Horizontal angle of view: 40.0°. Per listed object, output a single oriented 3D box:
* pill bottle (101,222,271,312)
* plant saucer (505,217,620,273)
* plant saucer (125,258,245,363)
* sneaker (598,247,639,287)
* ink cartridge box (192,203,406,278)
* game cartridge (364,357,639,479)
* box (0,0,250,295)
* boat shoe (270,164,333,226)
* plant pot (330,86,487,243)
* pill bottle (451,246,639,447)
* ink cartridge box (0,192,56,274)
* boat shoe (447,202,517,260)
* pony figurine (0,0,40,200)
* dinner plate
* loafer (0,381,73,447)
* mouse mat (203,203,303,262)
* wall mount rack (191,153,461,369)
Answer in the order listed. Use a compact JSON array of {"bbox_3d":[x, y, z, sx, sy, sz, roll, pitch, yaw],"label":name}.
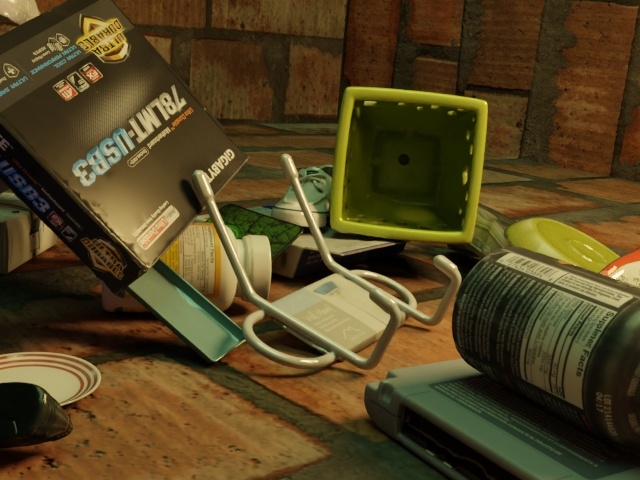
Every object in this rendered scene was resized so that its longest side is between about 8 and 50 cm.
[{"bbox_3d":[-0.172,0.034,1.125,0.208,0.118,0.117,1,14,-14],"label":"pill bottle"},{"bbox_3d":[0.391,0.031,1.315,0.241,0.037,0.241,23,23,-11],"label":"plant saucer"},{"bbox_3d":[-0.171,0.068,1.006,0.192,0.018,0.067,38,38,16],"label":"plant saucer"},{"bbox_3d":[0.442,0.088,1.152,0.270,0.090,0.145,-25,56,-36],"label":"sneaker"},{"bbox_3d":[0.000,0.000,1.455,0.307,0.072,0.303,18,17,36],"label":"ink cartridge box"},{"bbox_3d":[0.200,0.179,0.787,0.196,0.060,0.294,-8,18,-31],"label":"game cartridge"},{"bbox_3d":[-0.252,-0.129,1.036,0.073,0.293,0.295,-35,12,35],"label":"box"},{"bbox_3d":[-0.019,-0.079,1.452,0.095,0.084,0.258,7,13,8],"label":"boat shoe"},{"bbox_3d":[0.141,-0.123,1.433,0.227,0.228,0.207,7,7,4],"label":"plant pot"},{"bbox_3d":[0.238,0.096,0.765,0.130,0.130,0.245,-4,16,-32],"label":"pill bottle"},{"bbox_3d":[-0.492,-0.016,1.306,0.139,0.082,0.191,6,15,3],"label":"ink cartridge box"},{"bbox_3d":[0.290,0.020,1.435,0.118,0.103,0.320,19,13,-20],"label":"boat shoe"},{"bbox_3d":[-0.367,-0.119,1.207,0.363,0.303,0.351,24,-18,-1],"label":"pony figurine"},{"bbox_3d":[-0.286,0.140,0.853,0.141,0.017,0.141,4,12,-1],"label":"dinner plate"},{"bbox_3d":[-0.291,0.152,0.747,0.170,0.062,0.061,3,-27,22],"label":"loafer"},{"bbox_3d":[-0.133,0.007,1.322,0.189,0.007,0.152,17,51,43],"label":"mouse mat"},{"bbox_3d":[0.000,0.023,1.094,0.304,0.130,0.350,30,22,20],"label":"wall mount rack"}]
